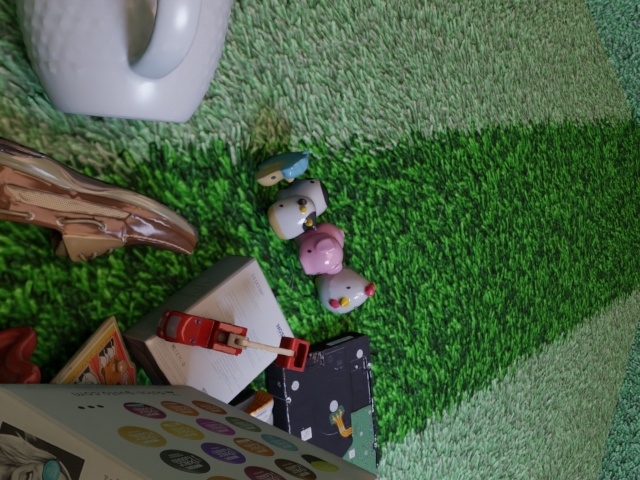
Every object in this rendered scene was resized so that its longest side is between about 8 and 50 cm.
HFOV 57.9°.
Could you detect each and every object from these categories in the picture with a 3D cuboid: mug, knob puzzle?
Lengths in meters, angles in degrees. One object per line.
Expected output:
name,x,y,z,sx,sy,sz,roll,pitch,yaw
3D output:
mug,-0.227,-0.316,0.713,0.277,0.374,0.327,-1,102,-32
knob puzzle,-0.295,0.230,0.818,0.213,0.030,0.212,-8,90,-82

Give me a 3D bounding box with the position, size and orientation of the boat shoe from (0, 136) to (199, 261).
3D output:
boat shoe,-0.334,-0.032,0.803,0.324,0.123,0.119,24,81,-32

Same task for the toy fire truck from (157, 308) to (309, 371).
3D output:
toy fire truck,-0.127,0.147,0.853,0.192,0.135,0.047,22,76,-40

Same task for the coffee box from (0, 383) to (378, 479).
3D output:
coffee box,-0.179,0.379,0.647,0.338,0.335,0.337,28,80,-63

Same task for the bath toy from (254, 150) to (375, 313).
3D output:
bath toy,0.000,0.000,1.092,0.151,0.129,0.348,-44,120,-33

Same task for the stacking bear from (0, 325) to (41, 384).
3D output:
stacking bear,-0.393,0.285,0.727,0.164,0.175,0.288,-20,115,-21

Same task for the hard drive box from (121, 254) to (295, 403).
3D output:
hard drive box,-0.176,0.161,0.961,0.232,0.089,0.181,-38,116,-34

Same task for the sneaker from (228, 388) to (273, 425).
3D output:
sneaker,-0.173,0.363,0.969,0.263,0.099,0.120,-24,112,-38

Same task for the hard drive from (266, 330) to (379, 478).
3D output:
hard drive,0.011,0.374,1.158,0.237,0.064,0.338,-12,99,-42
